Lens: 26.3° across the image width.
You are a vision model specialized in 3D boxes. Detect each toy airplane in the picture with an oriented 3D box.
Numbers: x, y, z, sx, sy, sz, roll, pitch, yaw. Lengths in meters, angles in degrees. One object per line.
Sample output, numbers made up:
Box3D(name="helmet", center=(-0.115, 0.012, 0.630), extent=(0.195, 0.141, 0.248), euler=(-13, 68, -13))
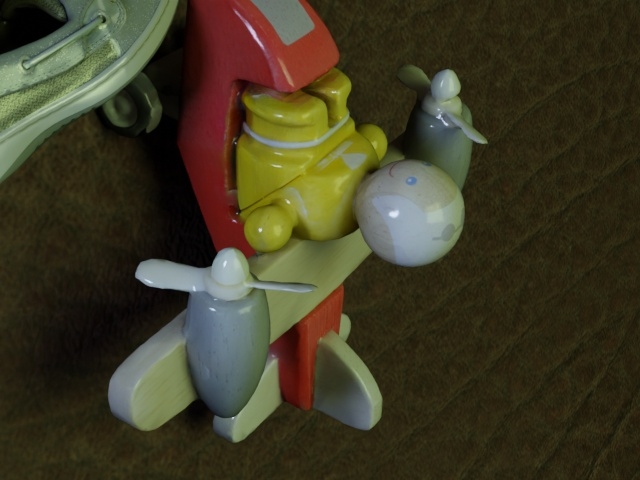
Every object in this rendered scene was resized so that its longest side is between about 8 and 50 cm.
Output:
Box3D(name="toy airplane", center=(0.000, 0.000, 1.146), extent=(0.384, 0.272, 0.386), euler=(29, 68, -50))

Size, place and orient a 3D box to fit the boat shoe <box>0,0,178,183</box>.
Box3D(name="boat shoe", center=(-0.221, -0.133, 0.981), extent=(0.320, 0.118, 0.103), euler=(-46, 128, -31))
